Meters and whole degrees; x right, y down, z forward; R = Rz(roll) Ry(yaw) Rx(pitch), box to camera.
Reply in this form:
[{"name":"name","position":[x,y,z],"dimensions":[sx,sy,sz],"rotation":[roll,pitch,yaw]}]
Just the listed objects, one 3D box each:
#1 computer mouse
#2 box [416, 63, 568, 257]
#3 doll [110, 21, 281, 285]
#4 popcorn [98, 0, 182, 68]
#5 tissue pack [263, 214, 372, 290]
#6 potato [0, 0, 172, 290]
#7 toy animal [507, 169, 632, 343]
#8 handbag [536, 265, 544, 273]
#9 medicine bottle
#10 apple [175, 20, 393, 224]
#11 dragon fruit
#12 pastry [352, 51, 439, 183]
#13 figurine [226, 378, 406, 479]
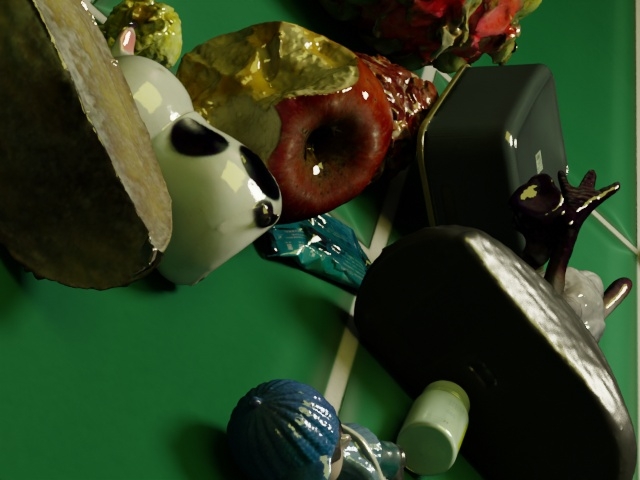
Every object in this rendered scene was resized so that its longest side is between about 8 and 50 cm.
[{"name":"computer mouse","position":[0.149,0.098,1.403],"dimensions":[0.269,0.137,0.086],"rotation":[48,29,1]},{"name":"box","position":[0.165,-0.075,1.643],"dimensions":[0.201,0.090,0.144],"rotation":[-53,135,-58]},{"name":"doll","position":[-0.111,-0.053,1.263],"dimensions":[0.181,0.107,0.110],"rotation":[43,45,7]},{"name":"popcorn","position":[-0.144,-0.168,1.435],"dimensions":[0.068,0.059,0.083],"rotation":[45,33,-2]},{"name":"tissue pack","position":[0.000,0.000,1.449],"dimensions":[0.138,0.028,0.085],"rotation":[27,31,-42]},{"name":"potato","position":[-0.183,-0.075,1.176],"dimensions":[0.261,0.120,0.100],"rotation":[64,20,9]},{"name":"toy animal","position":[0.215,0.062,1.584],"dimensions":[0.090,0.195,0.324],"rotation":[34,-9,27]},{"name":"handbag","position":[0.199,0.002,1.731],"dimensions":[0.072,0.047,0.111],"rotation":[34,25,-22]},{"name":"medicine bottle","position":[0.088,0.142,1.346],"dimensions":[0.047,0.047,0.083],"rotation":[45,25,-3]},{"name":"apple","position":[-0.035,-0.092,1.380],"dimensions":[0.158,0.156,0.147],"rotation":[34,-5,43]},{"name":"dragon fruit","position":[0.100,-0.309,1.841],"dimensions":[0.302,0.237,0.231],"rotation":[48,2,30]},{"name":"pastry","position":[0.035,-0.111,1.594],"dimensions":[0.115,0.097,0.208],"rotation":[43,24,18]},{"name":"figurine","position":[0.003,0.143,1.184],"dimensions":[0.086,0.087,0.149],"rotation":[17,1,41]}]
